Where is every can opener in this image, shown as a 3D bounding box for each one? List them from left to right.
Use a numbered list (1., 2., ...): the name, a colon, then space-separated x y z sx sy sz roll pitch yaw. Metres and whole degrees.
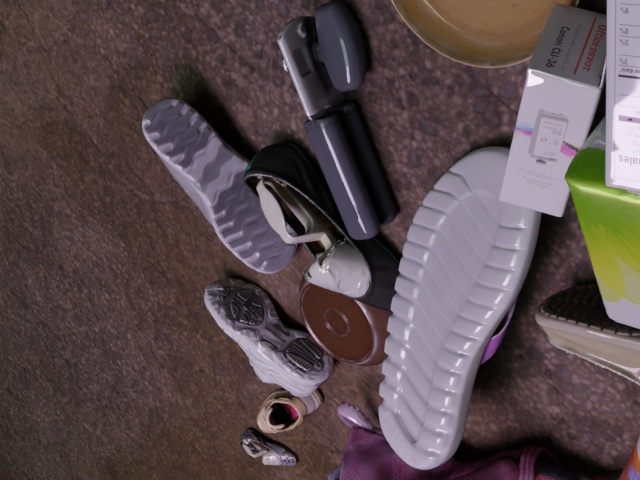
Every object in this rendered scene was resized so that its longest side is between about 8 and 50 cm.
1. can opener: 0.027 -0.134 1.158 0.093 0.074 0.280 1 118 44

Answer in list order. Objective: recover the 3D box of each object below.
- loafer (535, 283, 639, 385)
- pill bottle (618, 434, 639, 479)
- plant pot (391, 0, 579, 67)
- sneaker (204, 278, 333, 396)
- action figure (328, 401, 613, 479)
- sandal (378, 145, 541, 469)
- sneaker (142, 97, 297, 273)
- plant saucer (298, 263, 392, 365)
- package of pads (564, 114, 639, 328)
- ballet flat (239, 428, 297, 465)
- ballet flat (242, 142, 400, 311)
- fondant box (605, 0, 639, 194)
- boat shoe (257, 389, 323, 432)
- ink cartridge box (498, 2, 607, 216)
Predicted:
1. loafer: 0.344 0.116 1.000 0.269 0.102 0.092 14 123 36
2. pill bottle: 0.380 0.301 1.082 0.121 0.121 0.216 31 135 26
3. plant pot: 0.155 -0.285 0.957 0.236 0.032 0.236 26 134 31
4. sneaker: -0.091 0.155 1.473 0.232 0.090 0.115 41 142 16
5. action figure: 0.209 0.332 1.276 0.370 0.275 0.248 -24 137 34
6. sandal: 0.166 0.076 1.151 0.169 0.102 0.416 43 126 41
7. sneaker: -0.131 -0.078 1.363 0.281 0.105 0.115 53 175 -5
8. plant saucer: 0.029 0.108 1.365 0.168 0.029 0.168 25 133 30
9. package of pads: 0.378 0.014 0.843 0.297 0.101 0.229 17 152 36
10. ballet flat: -0.092 0.355 1.651 0.114 0.041 0.041 22 131 33
11. ballet flat: 0.000 0.000 1.262 0.280 0.096 0.095 48 139 7
12. fondant box: 0.293 -0.224 0.702 0.096 0.238 0.330 16 127 35
13. boat shoe: -0.063 0.270 1.545 0.063 0.059 0.170 52 140 3
14. ink cartridge box: 0.223 -0.134 0.904 0.067 0.115 0.198 17 138 12
